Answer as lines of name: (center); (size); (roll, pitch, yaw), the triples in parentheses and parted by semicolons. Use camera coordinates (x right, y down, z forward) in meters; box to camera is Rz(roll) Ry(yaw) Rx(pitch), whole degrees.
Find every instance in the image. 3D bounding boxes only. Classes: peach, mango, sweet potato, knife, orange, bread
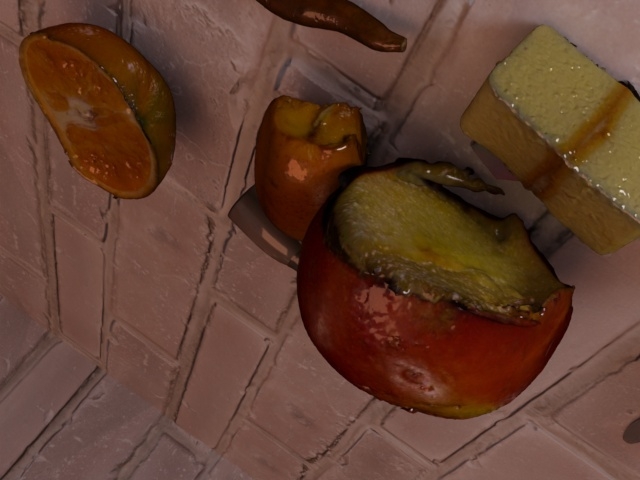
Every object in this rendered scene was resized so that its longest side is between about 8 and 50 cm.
peach: (0.151, 0.072, 1.209); (0.416, 0.353, 0.339); (51, -174, -42)
mango: (-0.014, -0.108, 1.360); (0.201, 0.199, 0.350); (60, 168, 18)
sweet potato: (0.006, -0.313, 1.176); (0.264, 0.057, 0.057); (23, 146, 23)
knife: (0.583, 0.315, 1.453); (0.058, 0.032, 0.244); (38, 153, -7)
orange: (-0.378, -0.221, 1.505); (0.274, 0.274, 0.310); (1, 99, 45)
bread: (0.301, -0.111, 1.019); (0.266, 0.142, 0.178); (41, 123, 4)

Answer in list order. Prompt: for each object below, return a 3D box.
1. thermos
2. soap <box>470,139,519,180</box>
thermos: (-0.065, -0.016, 1.547); (0.193, 0.105, 0.137); (47, 162, 7)
soap: (0.286, -0.128, 1.136); (0.100, 0.056, 0.149); (46, 148, -19)
